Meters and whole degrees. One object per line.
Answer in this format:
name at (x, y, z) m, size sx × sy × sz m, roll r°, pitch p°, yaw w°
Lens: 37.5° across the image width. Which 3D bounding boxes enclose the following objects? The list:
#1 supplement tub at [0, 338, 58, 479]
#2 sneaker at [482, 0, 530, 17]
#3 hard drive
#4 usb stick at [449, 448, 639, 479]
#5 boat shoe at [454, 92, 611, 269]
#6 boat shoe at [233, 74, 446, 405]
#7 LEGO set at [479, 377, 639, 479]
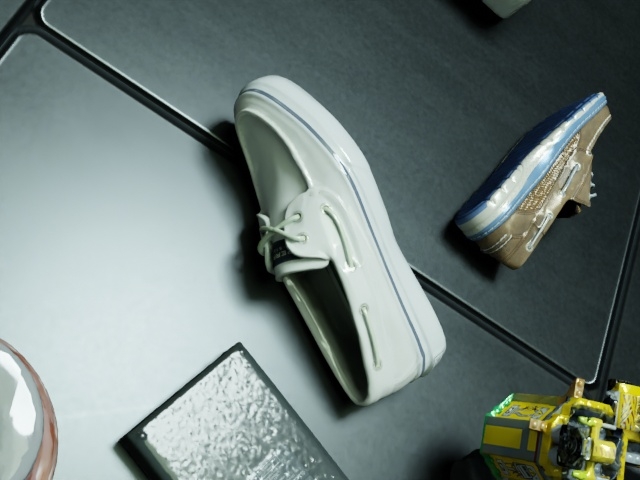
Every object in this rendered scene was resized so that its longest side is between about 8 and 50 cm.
supplement tub at (-0.174, 0.095, 0.403) m, size 0.106 × 0.198 × 0.106 m, roll 12°, pitch 65°, yaw -26°
sneaker at (0.204, -0.360, 0.842) m, size 0.148 × 0.131 × 0.350 m, roll 41°, pitch 56°, yaw -14°
hard drive at (-0.042, 0.141, 0.565) m, size 0.094 × 0.022 × 0.135 m, roll -38°, pitch 91°, yaw -35°
usb stick at (0.215, 0.193, 0.674) m, size 0.278 × 0.045 × 0.077 m, roll 10°, pitch 66°, yaw -25°
boat shoe at (0.179, -0.047, 0.747) m, size 0.183 × 0.066 × 0.066 m, roll -43°, pitch 99°, yaw -25°
boat shoe at (0.000, 0.000, 0.609) m, size 0.076 × 0.083 × 0.226 m, roll -32°, pitch 88°, yaw -36°
LEGO set at (0.212, 0.240, 0.529) m, size 0.255 × 0.192 × 0.331 m, roll 25°, pitch 74°, yaw -23°
